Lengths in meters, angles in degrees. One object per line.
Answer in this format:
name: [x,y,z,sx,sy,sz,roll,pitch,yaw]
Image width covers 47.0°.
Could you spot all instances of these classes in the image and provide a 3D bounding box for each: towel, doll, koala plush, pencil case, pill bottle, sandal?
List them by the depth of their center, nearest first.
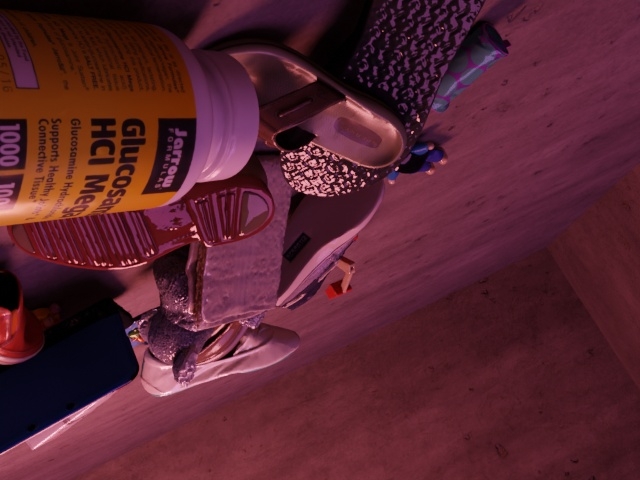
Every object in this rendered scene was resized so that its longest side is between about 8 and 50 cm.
pill bottle: [-0.227,-0.117,0.701,0.334,0.188,0.188,-11,156,-46]
sandal: [-0.023,-0.157,0.913,0.302,0.086,0.120,18,138,-18]
sandal: [0.084,-0.227,0.979,0.167,0.107,0.446,21,132,-16]
pencil case: [0.229,-0.276,1.185,0.070,0.064,0.151,12,139,-42]
towel: [-0.128,-0.002,1.191,0.187,0.049,0.282,-9,114,-50]
koala plush: [-0.243,0.134,1.336,0.203,0.196,0.221,8,118,-52]
doll: [0.183,-0.159,1.489,0.129,0.046,0.189,-40,160,30]

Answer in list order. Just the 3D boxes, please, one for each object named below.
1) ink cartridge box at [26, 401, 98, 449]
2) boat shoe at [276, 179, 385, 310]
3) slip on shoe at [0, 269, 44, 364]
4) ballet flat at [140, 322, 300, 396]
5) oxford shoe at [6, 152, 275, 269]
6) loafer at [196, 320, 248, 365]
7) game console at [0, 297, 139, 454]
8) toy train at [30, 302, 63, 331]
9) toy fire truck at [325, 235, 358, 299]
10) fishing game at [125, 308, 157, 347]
ink cartridge box: [-0.547,0.350,1.627,0.218,0.092,0.158,-35,176,-4]
boat shoe: [0.000,0.000,1.454,0.340,0.127,0.158,-43,161,2]
slip on shoe: [-0.473,0.098,1.073,0.101,0.123,0.331,-30,159,-8]
ballet flat: [-0.235,0.258,1.765,0.400,0.139,0.139,-15,160,-19]
oxford shoe: [-0.240,-0.050,1.005,0.348,0.130,0.123,-7,134,-6]
loafer: [-0.207,0.129,1.601,0.366,0.134,0.130,-45,141,14]
game console: [-0.451,0.246,1.279,0.293,0.173,0.250,-28,166,-9]
toy train: [-0.519,0.165,1.306,0.166,0.046,0.125,-12,156,-45]
toy fire truck: [0.044,0.040,1.692,0.047,0.135,0.192,-19,161,-30]
fishing game: [-0.378,0.204,1.663,0.189,0.041,0.264,-39,160,24]
